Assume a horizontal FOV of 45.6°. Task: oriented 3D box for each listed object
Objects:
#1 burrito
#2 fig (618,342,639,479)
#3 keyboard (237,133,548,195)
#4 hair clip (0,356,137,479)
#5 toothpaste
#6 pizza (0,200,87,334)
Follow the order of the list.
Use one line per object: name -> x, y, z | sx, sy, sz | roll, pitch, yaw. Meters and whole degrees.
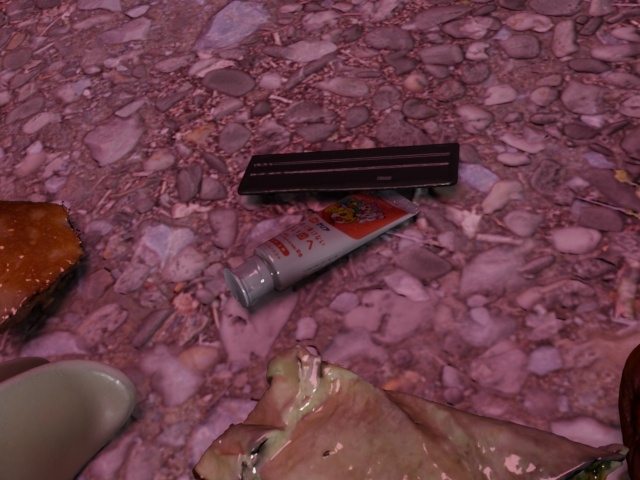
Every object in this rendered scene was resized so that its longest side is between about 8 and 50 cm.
burrito -> 0.062, 0.206, 0.651 | 0.348, 0.107, 0.175 | 13, 70, 26
fig -> 0.347, 0.154, 0.591 | 0.207, 0.175, 0.175 | 13, 52, 1
keyboard -> 0.086, -0.095, 0.941 | 0.381, 0.041, 0.103 | -7, 36, 18
hair clip -> -0.319, 0.198, 0.719 | 0.113, 0.172, 0.282 | 13, 30, 40
toothpaste -> 0.000, 0.000, 0.881 | 0.234, 0.057, 0.089 | -29, 42, -22
pizza -> -0.366, 0.029, 0.943 | 0.147, 0.069, 0.226 | -16, 48, -28
